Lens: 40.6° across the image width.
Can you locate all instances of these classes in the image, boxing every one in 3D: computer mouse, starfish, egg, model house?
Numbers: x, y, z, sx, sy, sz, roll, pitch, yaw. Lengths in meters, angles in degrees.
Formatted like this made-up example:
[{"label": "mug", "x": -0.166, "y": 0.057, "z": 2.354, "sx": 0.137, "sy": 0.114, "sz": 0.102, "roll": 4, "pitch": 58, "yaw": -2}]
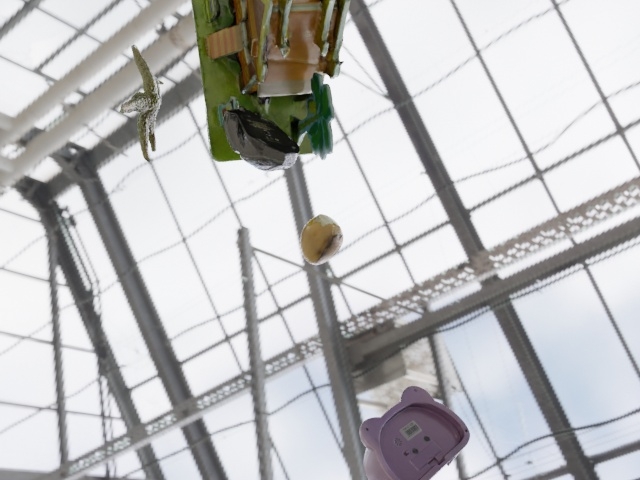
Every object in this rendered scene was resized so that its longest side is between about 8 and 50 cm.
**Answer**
[{"label": "computer mouse", "x": -0.103, "y": -0.163, "z": 1.450, "sx": 0.192, "sy": 0.105, "sz": 0.062, "roll": 52, "pitch": -56, "yaw": 49}, {"label": "starfish", "x": -0.337, "y": -0.264, "z": 1.661, "sx": 0.050, "sy": 0.217, "sz": 0.223, "roll": -1, "pitch": -68, "yaw": 18}, {"label": "egg", "x": 0.000, "y": 0.000, "z": 1.450, "sx": 0.071, "sy": 0.071, "sz": 0.083, "roll": 41, "pitch": -76, "yaw": 40}, {"label": "model house", "x": -0.076, "y": -0.311, "z": 1.499, "sx": 0.313, "sy": 0.242, "sz": 0.358, "roll": 175, "pitch": -90, "yaw": -75}]

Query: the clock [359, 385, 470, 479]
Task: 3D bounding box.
[{"label": "clock", "x": 0.114, "y": 0.264, "z": 1.126, "sx": 0.110, "sy": 0.152, "sz": 0.050, "roll": 45, "pitch": -44, "yaw": 18}]
